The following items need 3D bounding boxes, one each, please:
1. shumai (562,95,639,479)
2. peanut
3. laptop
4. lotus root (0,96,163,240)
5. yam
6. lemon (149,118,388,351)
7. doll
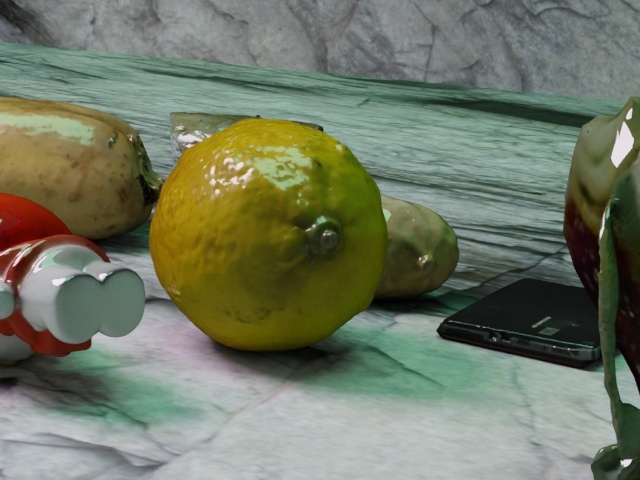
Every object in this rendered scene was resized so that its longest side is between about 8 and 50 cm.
[{"bbox_3d":[0.321,0.017,1.059,0.348,0.395,0.395,11,13,16],"label":"shumai"},{"bbox_3d":[0.000,0.000,1.592,0.263,0.101,0.117,7,-8,10],"label":"peanut"},{"bbox_3d":[0.212,0.071,1.533,0.154,0.026,0.207,12,14,26],"label":"laptop"},{"bbox_3d":[-0.304,-0.075,1.708,0.284,0.146,0.160,2,-6,-2],"label":"lotus root"},{"bbox_3d":[-0.095,-0.100,2.017,0.194,0.107,0.107,7,12,11],"label":"yam"},{"bbox_3d":[-0.042,-0.003,1.372,0.192,0.192,0.231,0,6,-24],"label":"lemon"},{"bbox_3d":[-0.256,0.027,1.286,0.161,0.130,0.290,-10,13,-44],"label":"doll"}]
